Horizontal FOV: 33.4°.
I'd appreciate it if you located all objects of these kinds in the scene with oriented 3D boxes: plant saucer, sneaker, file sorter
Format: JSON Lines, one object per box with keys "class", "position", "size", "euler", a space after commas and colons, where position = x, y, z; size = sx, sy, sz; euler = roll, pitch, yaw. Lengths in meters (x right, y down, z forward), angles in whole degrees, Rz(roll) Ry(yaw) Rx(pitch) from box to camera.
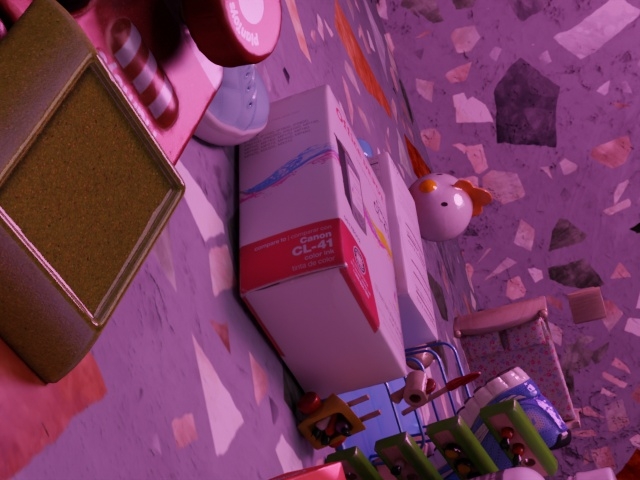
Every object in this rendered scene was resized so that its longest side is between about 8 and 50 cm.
{"class": "plant saucer", "position": [-0.161, -0.031, 0.692], "size": [0.188, 0.045, 0.188], "euler": [-64, 142, -32]}
{"class": "sneaker", "position": [-0.101, -0.209, 1.088], "size": [0.366, 0.150, 0.135], "euler": [42, 34, -65]}
{"class": "file sorter", "position": [0.100, 0.205, 1.346], "size": [0.170, 0.104, 0.118], "euler": [-16, 88, -50]}
{"class": "sneaker", "position": [0.194, 0.319, 1.326], "size": [0.147, 0.330, 0.129], "euler": [43, 32, 24]}

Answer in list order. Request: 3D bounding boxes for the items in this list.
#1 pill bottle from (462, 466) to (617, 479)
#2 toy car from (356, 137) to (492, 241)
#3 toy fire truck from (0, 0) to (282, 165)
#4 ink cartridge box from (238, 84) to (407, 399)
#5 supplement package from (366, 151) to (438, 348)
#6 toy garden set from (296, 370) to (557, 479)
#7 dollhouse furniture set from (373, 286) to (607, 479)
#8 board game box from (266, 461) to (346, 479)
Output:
{"class": "pill bottle", "position": [0.170, 0.341, 1.127], "size": [0.176, 0.318, 0.176], "euler": [-18, 90, -76]}
{"class": "toy car", "position": [0.155, -0.058, 1.726], "size": [0.210, 0.237, 0.219], "euler": [57, 21, -49]}
{"class": "toy fire truck", "position": [-0.171, -0.173, 0.793], "size": [0.302, 0.169, 0.254], "euler": [61, 37, -41]}
{"class": "ink cartridge box", "position": [0.000, 0.000, 1.277], "size": [0.226, 0.131, 0.306], "euler": [59, 21, -44]}
{"class": "supplement package", "position": [0.066, 0.025, 1.485], "size": [0.134, 0.139, 0.244], "euler": [55, 24, -49]}
{"class": "toy garden set", "position": [0.108, 0.230, 1.191], "size": [0.204, 0.244, 0.049], "euler": [54, 29, -25]}
{"class": "dollhouse furniture set", "position": [0.261, 0.267, 1.504], "size": [0.174, 0.355, 0.303], "euler": [-59, 131, -71]}
{"class": "board game box", "position": [-0.037, 0.328, 0.703], "size": [0.242, 0.064, 0.317], "euler": [-3, 75, -54]}
